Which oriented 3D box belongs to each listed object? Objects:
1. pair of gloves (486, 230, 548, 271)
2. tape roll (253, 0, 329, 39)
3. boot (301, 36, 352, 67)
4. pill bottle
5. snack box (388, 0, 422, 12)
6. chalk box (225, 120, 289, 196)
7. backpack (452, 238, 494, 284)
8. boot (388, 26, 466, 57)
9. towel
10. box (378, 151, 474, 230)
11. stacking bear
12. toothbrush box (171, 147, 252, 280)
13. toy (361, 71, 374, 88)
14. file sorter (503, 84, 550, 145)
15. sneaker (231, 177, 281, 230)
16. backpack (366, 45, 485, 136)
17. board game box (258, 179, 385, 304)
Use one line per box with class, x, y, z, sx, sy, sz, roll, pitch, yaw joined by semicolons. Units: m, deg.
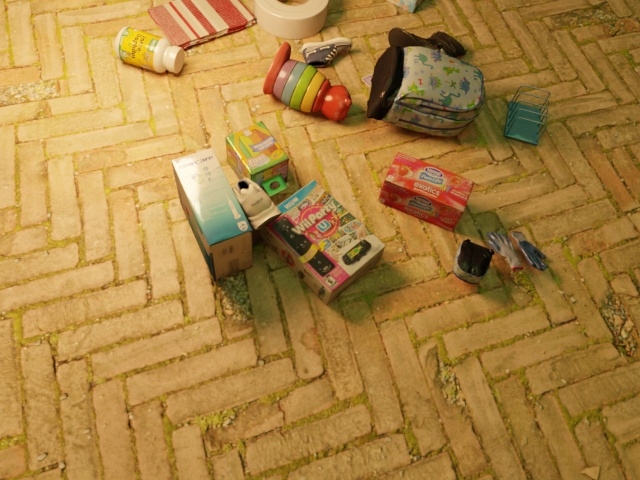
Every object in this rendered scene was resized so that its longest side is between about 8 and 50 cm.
pair of gloves;0.595;0.032;1.737;0.198;0.023;0.159;1;48;-31
tape roll;-0.109;-0.890;2.159;0.286;0.100;0.286;3;60;-5
boot;0.030;-0.671;2.078;0.190;0.069;0.086;-11;70;-4
pill bottle;-0.575;-0.639;1.953;0.208;0.117;0.117;19;60;3
snack box;0.281;-1.053;2.318;0.322;0.060;0.187;31;62;11
chalk box;-0.182;-0.231;1.762;0.132;0.132;0.213;-29;67;-20
backpack;0.441;0.071;1.691;0.105;0.084;0.114;24;55;5
boot;0.394;-0.721;2.118;0.263;0.091;0.229;35;46;5
towel;-0.435;-0.825;2.124;0.329;0.037;0.237;-28;65;-22
box;0.324;-0.152;1.781;0.257;0.122;0.128;23;60;7
stacking bear;-0.031;-0.502;1.925;0.289;0.175;0.164;26;59;0
toothbrush box;-0.301;-0.072;1.611;0.126;0.216;0.295;-20;66;-16
toy;0.279;-0.596;2.064;0.237;0.056;0.137;-35;71;-23
file sorter;0.722;-0.438;1.999;0.118;0.104;0.170;17;60;2
sneaker;-0.200;-0.122;1.629;0.111;0.297;0.129;-35;111;-14
backpack;0.367;-0.490;1.919;0.355;0.273;0.290;25;59;-19
board game box;0.000;0.000;1.676;0.224;0.097;0.303;-38;70;-23
